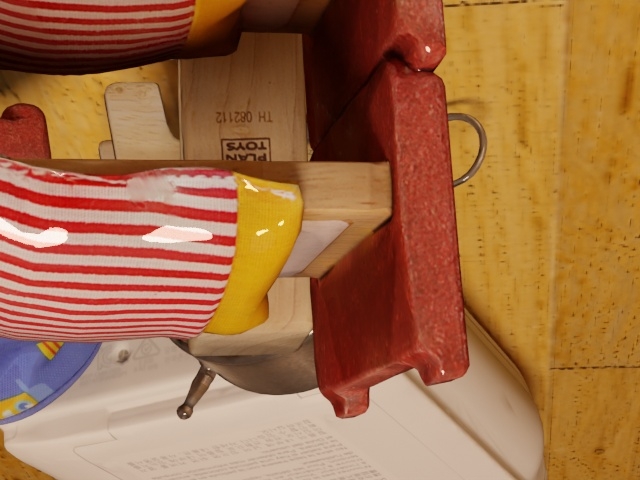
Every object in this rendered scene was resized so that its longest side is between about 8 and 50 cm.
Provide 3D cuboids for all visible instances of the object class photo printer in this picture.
[{"bbox_3d":[-0.012,0.109,0.914,0.256,0.107,0.307,-15,149,21],"label":"photo printer"}]

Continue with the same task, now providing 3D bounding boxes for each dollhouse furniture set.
[{"bbox_3d":[-0.094,-0.007,0.504,0.201,0.152,0.374,-1,169,-10],"label":"dollhouse furniture set"}]

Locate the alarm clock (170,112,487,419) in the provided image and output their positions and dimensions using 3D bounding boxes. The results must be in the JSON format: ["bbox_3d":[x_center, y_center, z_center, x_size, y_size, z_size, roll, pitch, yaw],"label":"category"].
[{"bbox_3d":[0.000,0.000,0.730,0.192,0.129,0.064,-34,140,14],"label":"alarm clock"}]

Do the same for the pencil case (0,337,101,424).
[{"bbox_3d":[-0.224,-0.019,0.700,0.133,0.119,0.306,-33,141,8],"label":"pencil case"}]
